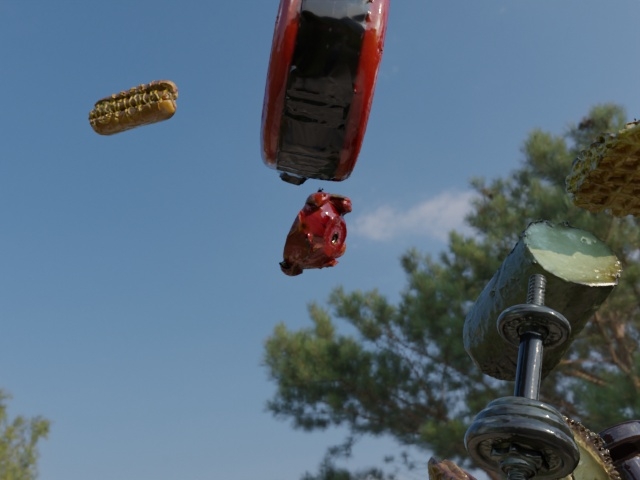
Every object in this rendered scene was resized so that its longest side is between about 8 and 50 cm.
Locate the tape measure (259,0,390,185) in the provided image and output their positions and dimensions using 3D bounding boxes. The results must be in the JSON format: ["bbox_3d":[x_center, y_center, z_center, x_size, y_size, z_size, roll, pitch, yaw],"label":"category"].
[{"bbox_3d":[0.006,-0.184,0.749,0.114,0.260,0.253,9,-33,-2],"label":"tape measure"}]

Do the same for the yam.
[{"bbox_3d":[0.401,0.122,1.293,0.195,0.195,0.300,8,-53,-20],"label":"yam"}]

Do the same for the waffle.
[{"bbox_3d":[0.601,-0.127,1.284,0.307,0.060,0.312,25,-33,-33],"label":"waffle"}]

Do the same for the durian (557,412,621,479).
[{"bbox_3d":[0.280,0.244,0.730,0.066,0.130,0.052,-18,-24,19],"label":"durian"}]

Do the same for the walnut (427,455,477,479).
[{"bbox_3d":[0.281,0.491,1.351,0.143,0.069,0.170,33,-4,-26],"label":"walnut"}]

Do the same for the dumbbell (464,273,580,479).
[{"bbox_3d":[0.222,0.140,0.731,0.110,0.254,0.110,13,-37,10],"label":"dumbbell"}]

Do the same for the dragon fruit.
[{"bbox_3d":[0.000,-0.003,0.888,0.068,0.112,0.126,28,-69,13],"label":"dragon fruit"}]

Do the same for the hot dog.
[{"bbox_3d":[-0.297,-0.209,1.092,0.165,0.071,0.045,-9,-24,24],"label":"hot dog"}]

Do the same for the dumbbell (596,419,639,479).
[{"bbox_3d":[0.479,0.383,0.991,0.124,0.225,0.140,-39,-50,18],"label":"dumbbell"}]
